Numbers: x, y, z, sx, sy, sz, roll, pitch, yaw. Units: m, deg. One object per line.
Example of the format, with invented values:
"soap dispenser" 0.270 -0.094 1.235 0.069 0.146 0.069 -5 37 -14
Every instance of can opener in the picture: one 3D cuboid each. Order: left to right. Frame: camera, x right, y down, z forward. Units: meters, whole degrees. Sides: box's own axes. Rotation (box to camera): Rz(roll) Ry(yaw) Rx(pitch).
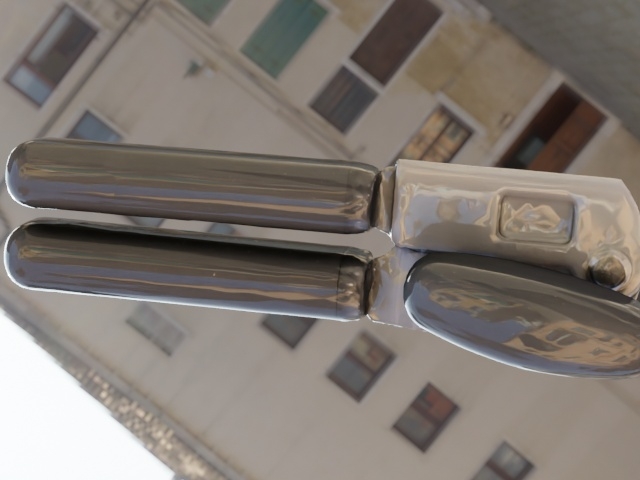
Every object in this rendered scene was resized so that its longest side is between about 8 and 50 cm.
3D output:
"can opener" 0.000 0.000 0.531 0.280 0.074 0.093 7 -170 9
